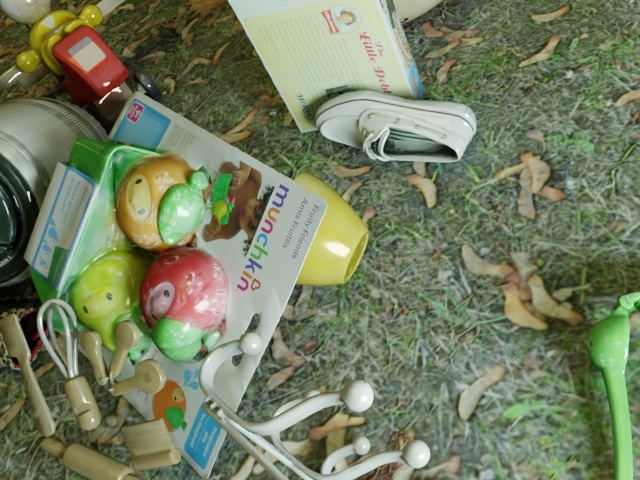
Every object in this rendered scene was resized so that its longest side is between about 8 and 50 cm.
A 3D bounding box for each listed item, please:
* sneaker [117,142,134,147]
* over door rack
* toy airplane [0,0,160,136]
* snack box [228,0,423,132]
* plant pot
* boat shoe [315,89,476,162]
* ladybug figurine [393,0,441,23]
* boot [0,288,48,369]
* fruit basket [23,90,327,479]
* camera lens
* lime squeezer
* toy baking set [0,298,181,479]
[{"bbox_3d":[-0.234,-0.118,1.077,0.135,0.098,0.276,-20,46,11],"label":"sneaker"},{"bbox_3d":[0.064,0.214,0.516,0.108,0.239,0.324,-42,44,-4],"label":"over door rack"},{"bbox_3d":[-0.484,-0.371,1.315,0.384,0.272,0.386,-10,47,21],"label":"toy airplane"},{"bbox_3d":[0.002,-0.283,0.936,0.187,0.322,0.060,-6,51,23],"label":"snack box"},{"bbox_3d":[0.000,0.000,0.836,0.095,0.134,0.134,25,63,14],"label":"plant pot"},{"bbox_3d":[0.086,-0.144,0.938,0.226,0.083,0.076,3,52,30],"label":"boat shoe"},{"bbox_3d":[0.089,-0.492,1.157,0.305,0.162,0.449,13,47,-9],"label":"ladybug figurine"},{"bbox_3d":[-0.454,0.086,1.026,0.178,0.085,0.236,-2,50,21],"label":"boot"},{"bbox_3d":[-0.185,0.031,0.807,0.353,0.165,0.327,35,105,40],"label":"fruit basket"},{"bbox_3d":[-0.426,-0.076,0.995,0.219,0.219,0.274,-17,18,13],"label":"camera lens"},{"bbox_3d":[0.310,0.081,0.635,0.310,0.059,0.110,-45,45,-16],"label":"lime squeezer"},{"bbox_3d":[-0.250,0.168,0.780,0.256,0.197,0.030,9,11,27],"label":"toy baking set"}]
